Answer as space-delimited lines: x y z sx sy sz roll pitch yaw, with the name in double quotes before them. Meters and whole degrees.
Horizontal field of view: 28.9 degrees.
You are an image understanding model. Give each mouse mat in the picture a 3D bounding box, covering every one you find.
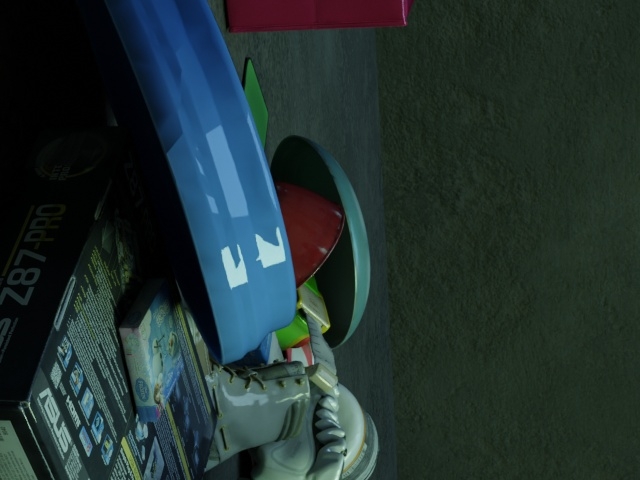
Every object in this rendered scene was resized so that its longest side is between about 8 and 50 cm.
"mouse mat" -0.102 -0.155 1.835 0.152 0.007 0.190 73 21 -57

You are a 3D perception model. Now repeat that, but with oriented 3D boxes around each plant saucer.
"plant saucer" 0.000 0.000 1.817 0.317 0.043 0.318 168 -90 -69

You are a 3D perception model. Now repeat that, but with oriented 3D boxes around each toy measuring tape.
"toy measuring tape" -0.048 0.125 1.666 0.330 0.121 0.121 -106 -172 -61

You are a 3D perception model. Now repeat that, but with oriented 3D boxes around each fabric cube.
"fabric cube" 0.005 -0.449 1.744 0.254 0.259 0.258 -69 156 -66

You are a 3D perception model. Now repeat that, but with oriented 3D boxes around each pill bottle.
"pill bottle" 0.008 0.319 1.973 0.278 0.162 0.162 62 29 -70

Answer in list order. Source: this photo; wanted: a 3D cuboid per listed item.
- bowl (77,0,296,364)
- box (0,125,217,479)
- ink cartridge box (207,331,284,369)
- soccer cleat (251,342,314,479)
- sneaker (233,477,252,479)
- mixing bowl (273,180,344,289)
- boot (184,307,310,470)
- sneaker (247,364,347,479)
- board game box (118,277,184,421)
"bowl" -0.119 -0.090 1.062 0.391 0.077 0.391 160 -90 -79
"box" -0.192 0.149 1.075 0.318 0.097 0.395 -78 163 -46
"ink cartridge box" -0.102 0.160 1.535 0.181 0.104 0.062 75 17 -51
"soccer cleat" -0.068 0.275 1.778 0.116 0.108 0.318 35 53 -54
"sneaker" -0.052 0.358 1.589 0.127 0.208 0.319 -56 -178 7
"mixing bowl" -0.067 -0.012 1.651 0.098 0.181 0.181 42 35 -25
"boot" -0.095 0.155 1.398 0.077 0.165 0.213 38 -44 51
"sneaker" -0.036 0.237 1.611 0.292 0.118 0.110 -101 -159 -73
"board game box" -0.141 0.091 1.047 0.090 0.020 0.090 -72 156 -63
